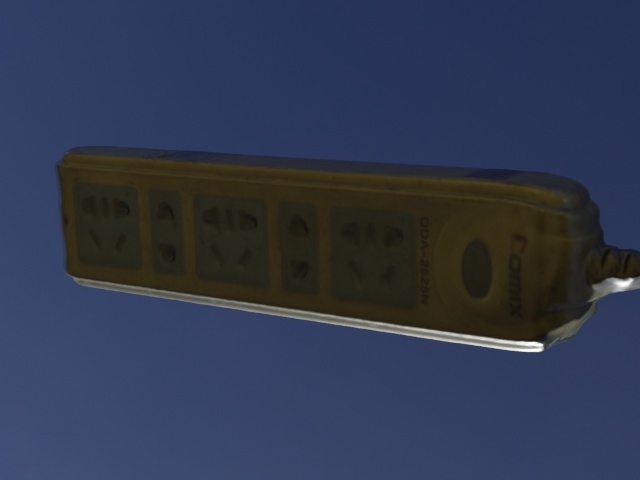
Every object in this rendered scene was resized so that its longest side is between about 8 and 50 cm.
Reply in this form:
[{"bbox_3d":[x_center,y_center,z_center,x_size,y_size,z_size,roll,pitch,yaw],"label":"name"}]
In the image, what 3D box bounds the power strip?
[{"bbox_3d":[0.000,0.000,0.669,0.387,0.066,0.092,5,-76,29],"label":"power strip"}]
